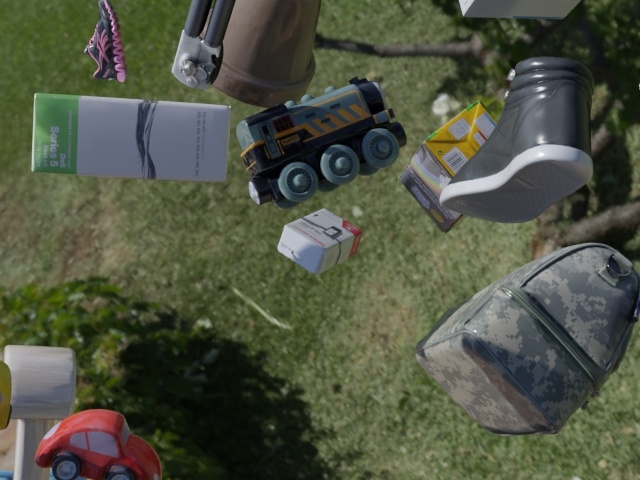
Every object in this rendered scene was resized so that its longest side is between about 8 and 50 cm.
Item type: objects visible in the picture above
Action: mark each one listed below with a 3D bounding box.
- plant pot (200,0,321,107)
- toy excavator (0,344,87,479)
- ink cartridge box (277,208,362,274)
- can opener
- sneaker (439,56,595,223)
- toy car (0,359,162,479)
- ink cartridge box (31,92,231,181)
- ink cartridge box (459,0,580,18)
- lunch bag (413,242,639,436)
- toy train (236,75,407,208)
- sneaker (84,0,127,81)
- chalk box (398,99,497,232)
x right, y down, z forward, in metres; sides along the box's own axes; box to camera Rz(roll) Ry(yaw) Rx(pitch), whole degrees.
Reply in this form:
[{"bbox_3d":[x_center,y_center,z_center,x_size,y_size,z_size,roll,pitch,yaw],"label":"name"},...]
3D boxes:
[{"bbox_3d":[-0.106,-0.430,1.863,0.229,0.263,0.263,120,159,-43],"label":"plant pot"},{"bbox_3d":[-0.377,0.368,1.203,0.445,0.222,0.433,151,123,-65],"label":"toy excavator"},{"bbox_3d":[0.000,0.000,1.968,0.109,0.150,0.063,32,121,22],"label":"ink cartridge box"},{"bbox_3d":[-0.190,-0.372,1.605,0.280,0.074,0.093,116,178,-49],"label":"can opener"},{"bbox_3d":[0.229,-0.113,1.086,0.296,0.104,0.147,143,141,-71],"label":"sneaker"},{"bbox_3d":[-0.255,0.132,0.692,0.239,0.225,0.053,17,92,25],"label":"toy car"},{"bbox_3d":[-0.279,-0.149,1.406,0.198,0.272,0.115,-159,72,-78],"label":"ink cartridge box"},{"bbox_3d":[0.231,-0.379,1.151,0.086,0.148,0.203,127,137,-63],"label":"ink cartridge box"},{"bbox_3d":[0.318,0.137,1.403,0.256,0.212,0.305,-45,-3,-17],"label":"lunch bag"},{"bbox_3d":[0.000,-0.188,1.798,0.333,0.190,0.142,-23,2,-16],"label":"toy train"},{"bbox_3d":[-0.311,-0.283,1.348,0.057,0.119,0.047,-5,18,-1],"label":"sneaker"},{"bbox_3d":[0.230,-0.112,1.586,0.132,0.132,0.213,-37,-7,-17],"label":"chalk box"}]
